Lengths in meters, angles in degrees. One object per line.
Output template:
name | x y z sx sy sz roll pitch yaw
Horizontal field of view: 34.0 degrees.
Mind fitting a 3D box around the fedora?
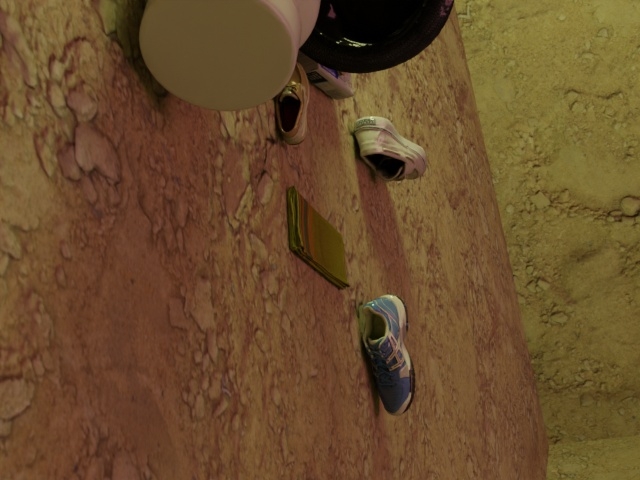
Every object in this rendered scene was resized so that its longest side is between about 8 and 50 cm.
fedora | 0.067 -0.420 1.671 0.152 0.334 0.334 28 53 -81

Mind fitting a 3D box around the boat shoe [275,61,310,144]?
boat shoe | -0.043 -0.214 1.588 0.045 0.050 0.135 44 39 -71

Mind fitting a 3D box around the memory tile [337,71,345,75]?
memory tile | 0.037 -0.354 1.831 0.148 0.012 0.113 -63 140 -64

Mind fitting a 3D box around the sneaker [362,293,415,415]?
sneaker | 0.110 0.201 1.825 0.081 0.080 0.211 1 78 -50

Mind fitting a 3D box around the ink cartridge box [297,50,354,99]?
ink cartridge box | -0.001 -0.366 1.815 0.206 0.045 0.208 16 66 -71

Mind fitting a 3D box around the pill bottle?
pill bottle | -0.094 -0.333 1.238 0.361 0.204 0.204 -84 156 -43

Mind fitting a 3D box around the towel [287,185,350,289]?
towel | 0.000 0.000 1.653 0.237 0.021 0.102 42 42 -63

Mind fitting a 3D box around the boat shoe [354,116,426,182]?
boat shoe | 0.142 -0.159 2.073 0.267 0.096 0.088 38 49 -63
